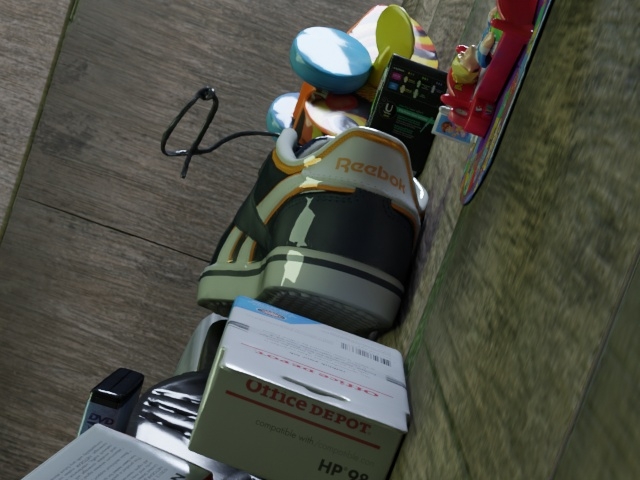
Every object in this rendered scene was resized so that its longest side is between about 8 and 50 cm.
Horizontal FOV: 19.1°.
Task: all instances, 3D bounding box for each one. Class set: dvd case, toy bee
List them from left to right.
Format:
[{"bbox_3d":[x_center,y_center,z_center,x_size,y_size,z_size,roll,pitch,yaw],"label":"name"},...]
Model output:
[{"bbox_3d":[-0.157,0.205,1.160,0.180,0.022,0.253,-167,93,-89],"label":"dvd case"},{"bbox_3d":[0.023,-0.091,1.625,0.298,0.162,0.195,-44,-19,-26],"label":"toy bee"}]

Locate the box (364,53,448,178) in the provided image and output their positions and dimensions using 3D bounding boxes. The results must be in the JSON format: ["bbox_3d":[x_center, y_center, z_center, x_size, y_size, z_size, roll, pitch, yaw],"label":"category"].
[{"bbox_3d":[0.064,-0.094,1.485,0.062,0.052,0.083,125,164,-80],"label":"box"}]

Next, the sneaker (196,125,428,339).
[{"bbox_3d":[0.000,0.000,1.331,0.321,0.126,0.127,160,127,-73],"label":"sneaker"}]

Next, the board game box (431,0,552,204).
[{"bbox_3d":[0.094,-0.104,1.066,0.133,0.033,0.169,-83,13,-81],"label":"board game box"}]

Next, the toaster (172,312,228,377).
[{"bbox_3d":[-0.080,0.179,1.628,0.146,0.129,0.227,-89,20,-76],"label":"toaster"}]

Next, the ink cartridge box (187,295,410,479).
[{"bbox_3d":[-0.011,0.089,1.016,0.180,0.104,0.060,-81,11,-81],"label":"ink cartridge box"}]

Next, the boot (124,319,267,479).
[{"bbox_3d":[-0.087,0.225,1.259,0.377,0.138,0.284,-77,7,-76],"label":"boot"}]

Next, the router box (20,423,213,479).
[{"bbox_3d":[-0.181,0.303,0.965,0.335,0.082,0.301,-37,-42,-47],"label":"router box"}]
